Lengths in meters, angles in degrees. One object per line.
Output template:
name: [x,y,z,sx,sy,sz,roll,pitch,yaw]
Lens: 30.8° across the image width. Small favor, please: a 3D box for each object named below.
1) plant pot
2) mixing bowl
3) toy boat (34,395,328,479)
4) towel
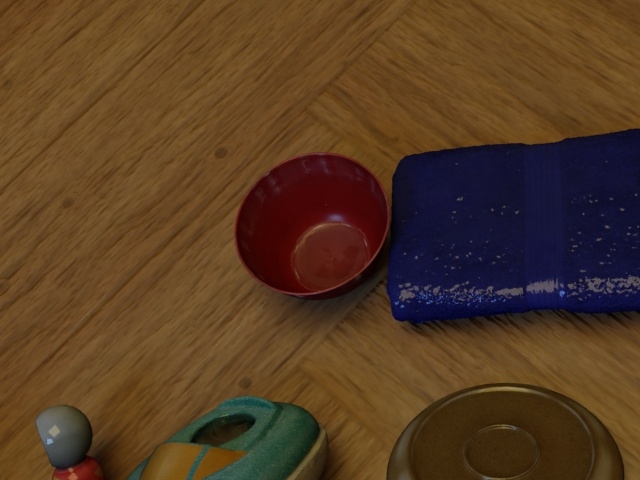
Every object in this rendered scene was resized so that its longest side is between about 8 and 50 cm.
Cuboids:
plant pot: [0.181,0.220,1.161,0.236,0.032,0.236,-7,36,5]
mixing bowl: [0.000,0.000,1.347,0.181,0.098,0.181,-7,61,12]
toy boat: [-0.165,0.240,1.208,0.318,0.148,0.267,-6,19,32]
towel: [0.232,-0.010,1.305,0.308,0.076,0.228,-4,56,15]
